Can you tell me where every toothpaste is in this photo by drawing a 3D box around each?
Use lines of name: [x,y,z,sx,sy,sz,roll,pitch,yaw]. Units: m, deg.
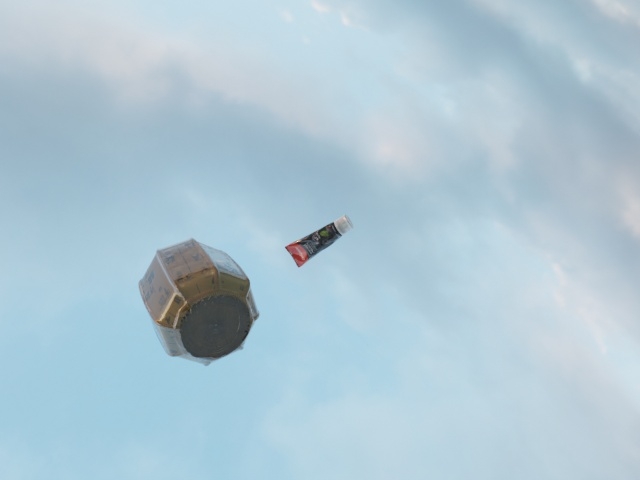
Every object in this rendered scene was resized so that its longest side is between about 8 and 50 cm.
toothpaste: [0.000,0.000,1.440,0.071,0.193,0.045,58,-167,-8]

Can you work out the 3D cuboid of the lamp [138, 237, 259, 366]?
lamp: [-0.184,0.088,0.799,0.161,0.162,0.185,3,-161,-33]
